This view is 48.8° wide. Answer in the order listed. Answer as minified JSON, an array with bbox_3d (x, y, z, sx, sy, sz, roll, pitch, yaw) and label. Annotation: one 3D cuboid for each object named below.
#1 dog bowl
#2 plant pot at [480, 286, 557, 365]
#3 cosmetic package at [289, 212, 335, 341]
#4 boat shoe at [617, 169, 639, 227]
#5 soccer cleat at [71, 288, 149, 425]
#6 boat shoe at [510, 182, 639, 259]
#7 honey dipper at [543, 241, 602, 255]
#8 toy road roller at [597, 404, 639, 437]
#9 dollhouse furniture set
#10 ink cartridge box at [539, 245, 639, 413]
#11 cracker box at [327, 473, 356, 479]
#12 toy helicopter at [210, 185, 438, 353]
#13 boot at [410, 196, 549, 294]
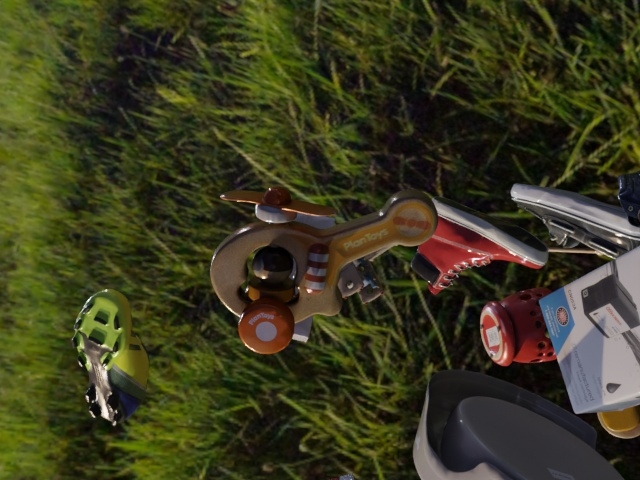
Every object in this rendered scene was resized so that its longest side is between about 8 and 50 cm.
[{"bbox_3d":[0.280,0.308,0.934,0.349,0.349,0.102,44,115,57],"label":"dog bowl"},{"bbox_3d":[0.518,0.225,1.826,0.191,0.174,0.191,173,90,-80],"label":"plant pot"},{"bbox_3d":[-0.046,0.064,1.344,0.060,0.099,0.239,112,172,-72],"label":"cosmetic package"},{"bbox_3d":[0.436,-0.026,0.901,0.083,0.065,0.183,-18,41,26],"label":"boat shoe"},{"bbox_3d":[-0.337,0.180,1.173,0.121,0.093,0.289,-53,-23,-50],"label":"soccer cleat"},{"bbox_3d":[0.545,-0.038,1.532,0.335,0.121,0.119,30,114,48],"label":"boat shoe"},{"bbox_3d":[0.532,0.019,1.531,0.160,0.030,0.030,1,76,35],"label":"honey dipper"},{"bbox_3d":[0.750,0.275,1.646,0.240,0.202,0.329,-20,76,32],"label":"toy road roller"},{"bbox_3d":[0.132,0.056,1.768,0.183,0.129,0.129,-34,64,20],"label":"dollhouse furniture set"},{"bbox_3d":[0.546,0.145,1.190,0.307,0.129,0.223,-45,49,52],"label":"ink cartridge box"},{"bbox_3d":[-0.059,0.318,0.629,0.156,0.232,0.067,-109,5,-54],"label":"cracker box"},{"bbox_3d":[0.000,0.000,1.059,0.355,0.235,0.140,-21,17,6],"label":"toy helicopter"},{"bbox_3d":[0.289,0.041,1.315,0.244,0.088,0.176,26,109,31],"label":"boot"}]
